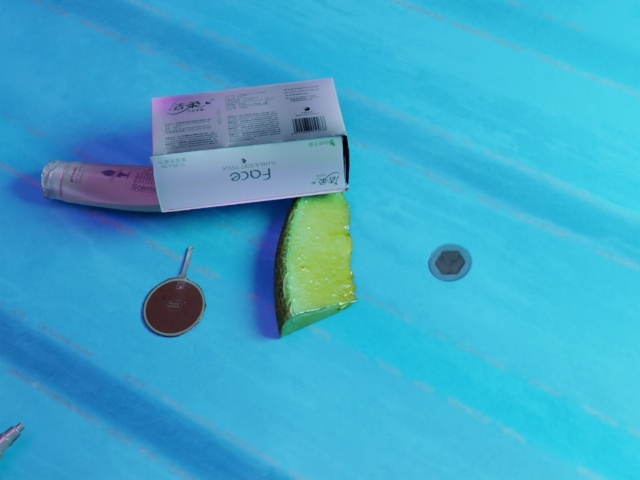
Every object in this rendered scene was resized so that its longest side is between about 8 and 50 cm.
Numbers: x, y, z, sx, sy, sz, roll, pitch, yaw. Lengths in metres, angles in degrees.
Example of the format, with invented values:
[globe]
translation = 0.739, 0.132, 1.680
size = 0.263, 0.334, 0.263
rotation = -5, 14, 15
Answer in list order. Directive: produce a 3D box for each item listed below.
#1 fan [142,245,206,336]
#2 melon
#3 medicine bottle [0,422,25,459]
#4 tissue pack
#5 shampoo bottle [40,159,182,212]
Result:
[fan]
translation = -0.182, 0.064, 1.624
size = 0.085, 0.005, 0.133
rotation = 6, 61, 15
[melon]
translation = 0.000, 0.000, 1.604
size = 0.114, 0.053, 0.262
rotation = 5, 61, 5
[medicine bottle]
translation = -0.432, 0.288, 1.505
size = 0.199, 0.058, 0.057
rotation = -42, 61, -15
[tissue pack]
translation = -0.092, -0.127, 1.630
size = 0.246, 0.092, 0.148
rotation = -7, 38, -2
[shampoo bottle]
translation = -0.272, -0.074, 1.697
size = 0.212, 0.049, 0.072
rotation = 5, 55, 14
